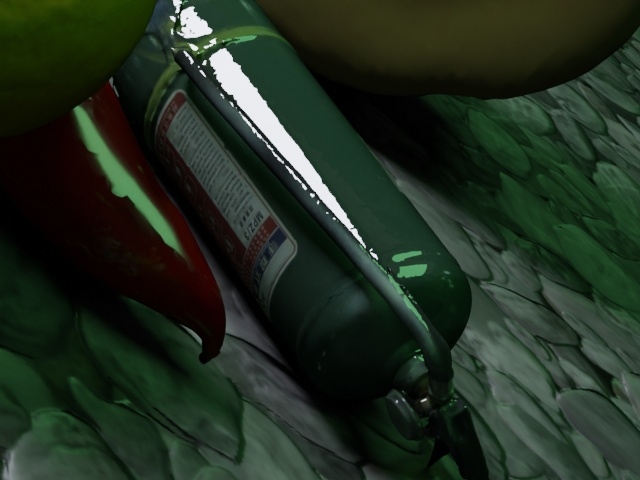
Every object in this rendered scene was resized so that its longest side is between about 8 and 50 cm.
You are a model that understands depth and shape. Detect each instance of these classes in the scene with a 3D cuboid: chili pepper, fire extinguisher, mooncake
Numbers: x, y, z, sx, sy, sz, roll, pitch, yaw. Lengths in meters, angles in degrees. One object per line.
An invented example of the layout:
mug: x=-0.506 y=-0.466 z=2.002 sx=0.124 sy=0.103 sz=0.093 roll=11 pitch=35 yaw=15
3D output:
chili pepper: x=-0.143 y=-0.098 z=0.923 sx=0.137 sy=0.092 sz=0.368 roll=36 pitch=25 yaw=-43
fire extinguisher: x=0.000 y=0.000 z=0.939 sx=0.294 sy=0.093 sz=0.118 roll=54 pitch=-17 yaw=33
mooncake: x=0.078 y=-0.279 z=1.277 sx=0.378 sy=0.378 sz=0.201 roll=37 pitch=10 yaw=-8

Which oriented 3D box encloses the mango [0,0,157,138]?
mango: x=-0.215 y=-0.125 z=0.726 sx=0.331 sy=0.142 sz=0.195 roll=24 pitch=42 yaw=-20
